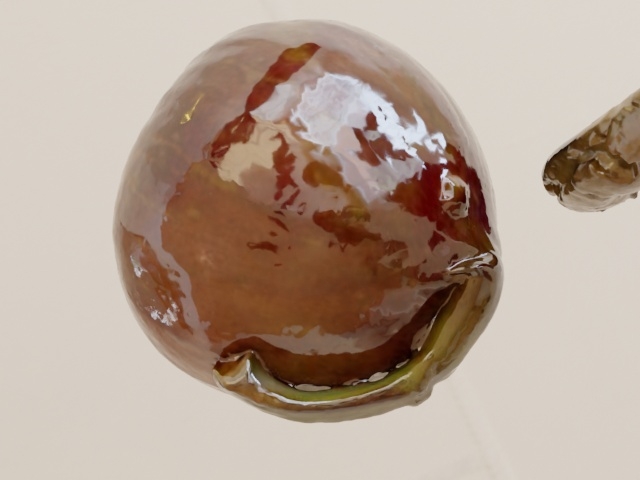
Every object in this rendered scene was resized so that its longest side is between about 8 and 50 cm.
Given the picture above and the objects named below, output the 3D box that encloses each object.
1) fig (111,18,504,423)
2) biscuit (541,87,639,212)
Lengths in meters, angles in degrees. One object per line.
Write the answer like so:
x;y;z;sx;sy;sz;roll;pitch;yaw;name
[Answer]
0.000;-0.001;0.878;0.205;0.205;0.205;3;-79;13;fig
0.193;-0.080;0.823;0.226;0.226;0.042;-36;-94;17;biscuit
